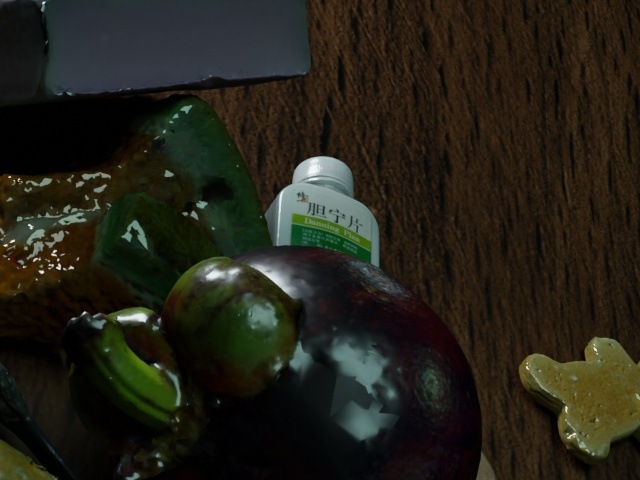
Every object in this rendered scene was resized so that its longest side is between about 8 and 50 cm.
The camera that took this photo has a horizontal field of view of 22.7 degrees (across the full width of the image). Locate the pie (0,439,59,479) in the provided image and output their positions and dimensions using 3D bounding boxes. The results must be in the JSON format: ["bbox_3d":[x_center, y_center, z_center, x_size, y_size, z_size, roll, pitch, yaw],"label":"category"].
[{"bbox_3d":[-0.288,0.258,1.196,0.306,0.071,0.306,22,43,-22],"label":"pie"}]

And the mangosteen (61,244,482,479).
[{"bbox_3d":[-0.039,0.147,1.234,0.359,0.306,0.306,30,30,-57],"label":"mangosteen"}]

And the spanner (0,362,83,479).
[{"bbox_3d":[-0.198,0.205,1.303,0.024,0.087,0.316,-35,80,-32],"label":"spanner"}]

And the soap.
[{"bbox_3d":[-0.205,-0.186,1.502,0.296,0.285,0.107,-10,97,-37],"label":"soap"}]

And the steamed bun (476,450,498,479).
[{"bbox_3d":[0.070,0.223,1.452,0.144,0.106,0.175,-5,42,-31],"label":"steamed bun"}]

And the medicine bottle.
[{"bbox_3d":[0.000,0.000,1.628,0.119,0.069,0.183,19,43,-16],"label":"medicine bottle"}]

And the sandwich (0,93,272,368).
[{"bbox_3d":[-0.185,0.008,1.397,0.301,0.162,0.250,-13,94,-18],"label":"sandwich"}]

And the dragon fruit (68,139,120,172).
[{"bbox_3d":[-0.170,-0.043,1.524,0.153,0.111,0.153,16,49,-19],"label":"dragon fruit"}]

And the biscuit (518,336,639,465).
[{"bbox_3d":[0.326,0.172,1.721,0.234,0.030,0.153,-10,60,-40],"label":"biscuit"}]
